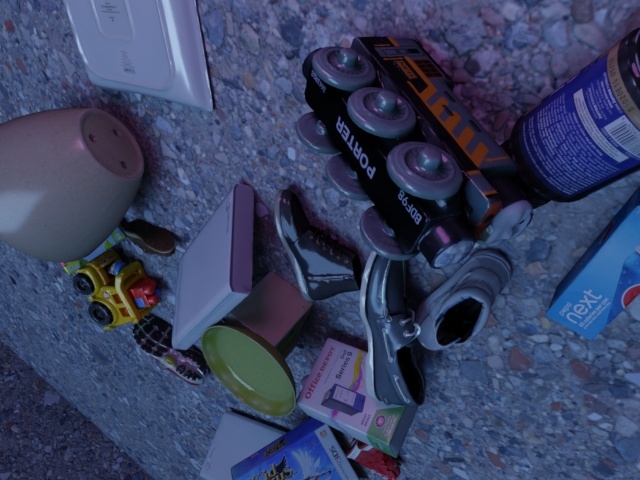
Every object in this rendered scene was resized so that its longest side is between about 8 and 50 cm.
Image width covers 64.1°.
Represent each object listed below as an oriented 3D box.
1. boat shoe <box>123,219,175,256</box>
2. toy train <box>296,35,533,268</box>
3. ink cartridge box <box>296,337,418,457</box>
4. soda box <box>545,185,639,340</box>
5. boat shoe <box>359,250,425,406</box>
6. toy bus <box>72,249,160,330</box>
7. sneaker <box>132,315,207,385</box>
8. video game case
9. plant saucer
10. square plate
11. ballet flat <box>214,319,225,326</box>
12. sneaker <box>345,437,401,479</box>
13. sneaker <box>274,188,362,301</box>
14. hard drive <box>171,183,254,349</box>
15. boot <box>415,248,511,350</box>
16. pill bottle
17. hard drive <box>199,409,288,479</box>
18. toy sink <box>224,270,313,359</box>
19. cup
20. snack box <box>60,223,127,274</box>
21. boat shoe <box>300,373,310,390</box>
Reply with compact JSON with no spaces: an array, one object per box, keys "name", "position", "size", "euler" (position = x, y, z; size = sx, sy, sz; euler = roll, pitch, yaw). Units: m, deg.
[{"name":"boat shoe","position":[-0.421,0.003,1.281],"size":[0.178,0.064,0.060],"euler":[22,138,33]},{"name":"toy train","position":[0.103,-0.117,0.600],"size":[0.334,0.190,0.142],"euler":[60,150,31]},{"name":"ink cartridge box","position":[0.081,0.310,1.031],"size":[0.212,0.154,0.093],"euler":[15,151,31]},{"name":"soda box","position":[0.381,0.033,0.659],"size":[0.071,0.067,0.210],"euler":[32,136,16]},{"name":"boat shoe","position":[0.138,0.150,0.885],"size":[0.099,0.116,0.320],"euler":[13,116,35]},{"name":"toy bus","position":[-0.547,0.125,1.423],"size":[0.211,0.149,0.220],"euler":[-10,112,28]},{"name":"sneaker","position":[-0.459,0.344,1.541],"size":[0.279,0.107,0.118],"euler":[39,146,11]},{"name":"video game case","position":[-0.054,0.615,1.313],"size":[0.244,0.269,0.061],"euler":[63,171,-17]},{"name":"plant saucer","position":[-0.141,0.259,1.044],"size":[0.240,0.037,0.241],"euler":[20,132,24]},{"name":"square plate","position":[-0.359,-0.417,0.920],"size":[0.347,0.049,0.344],"euler":[18,130,28]},{"name":"ballet flat","position":[-0.265,0.242,1.336],"size":[0.221,0.077,0.079],"euler":[18,150,27]},{"name":"sneaker","position":[0.150,0.489,1.193],"size":[0.128,0.087,0.221],"euler":[31,148,4]},{"name":"sneaker","position":[0.000,0.000,0.945],"size":[0.118,0.083,0.222],"euler":[-13,106,23]},{"name":"hard drive","position":[-0.235,0.069,1.080],"size":[0.047,0.233,0.353],"euler":[14,147,-28]},{"name":"boot","position":[0.205,0.128,0.828],"size":[0.095,0.123,0.258],"euler":[35,136,13]},{"name":"pill bottle","position":[0.292,-0.116,0.563],"size":[0.123,0.123,0.219],"euler":[47,150,-1]},{"name":"hard drive","position":[-0.198,0.636,1.487],"size":[0.307,0.203,0.040],"euler":[5,154,35]},{"name":"toy sink","position":[-0.127,0.214,1.138],"size":[0.131,0.153,0.234],"euler":[35,136,11]},{"name":"cup","position":[-0.524,-0.149,1.097],"size":[0.236,0.331,0.331],"euler":[-27,104,20]},{"name":"snack box","position":[-0.636,-0.046,1.327],"size":[0.207,0.174,0.070],"euler":[58,171,-12]},{"name":"boat shoe","position":[0.061,0.325,1.139],"size":[0.226,0.083,0.076],"euler":[9,115,20]}]
